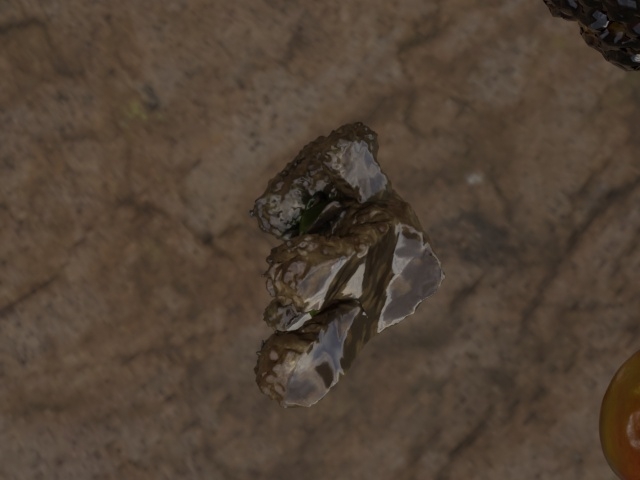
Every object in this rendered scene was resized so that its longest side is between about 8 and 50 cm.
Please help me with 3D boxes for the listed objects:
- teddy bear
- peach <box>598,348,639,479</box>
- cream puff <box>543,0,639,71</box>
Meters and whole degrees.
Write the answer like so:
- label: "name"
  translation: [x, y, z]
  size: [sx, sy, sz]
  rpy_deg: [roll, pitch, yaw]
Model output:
- label: "teddy bear"
  translation: [-0.008, 0.002, 1.599]
  size: [0.296, 0.222, 0.246]
  rpy_deg: [-25, 136, -47]
- label: "peach"
  translation: [0.226, 0.117, 1.024]
  size: [0.101, 0.101, 0.100]
  rpy_deg: [-12, 120, -22]
- label: "cream puff"
  translation: [0.174, -0.143, 0.542]
  size: [0.239, 0.165, 0.239]
  rpy_deg: [-25, 165, -7]
